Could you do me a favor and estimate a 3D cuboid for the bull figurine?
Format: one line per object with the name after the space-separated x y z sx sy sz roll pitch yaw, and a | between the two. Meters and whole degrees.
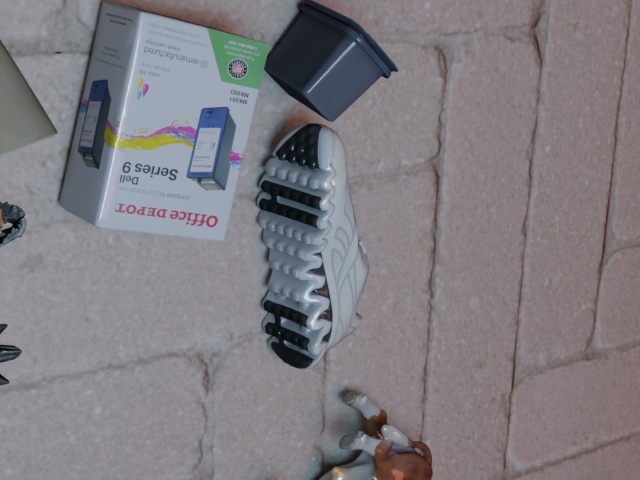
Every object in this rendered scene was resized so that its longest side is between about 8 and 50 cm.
0.008 0.339 1.378 0.310 0.101 0.188 -42 123 -18 | bull figurine

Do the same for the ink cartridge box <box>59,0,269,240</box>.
-0.156 -0.115 1.111 0.154 0.093 0.212 8 102 -39 | ink cartridge box

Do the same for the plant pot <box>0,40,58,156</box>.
-0.379 -0.159 0.853 0.256 0.256 0.274 -28 102 -27 | plant pot

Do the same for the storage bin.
0.006 -0.186 1.193 0.091 0.135 0.098 -48 128 0 | storage bin

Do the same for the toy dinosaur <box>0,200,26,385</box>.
-0.375 0.036 0.915 0.218 0.322 0.164 21 68 -67 | toy dinosaur

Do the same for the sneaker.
0.000 0.000 1.268 0.118 0.110 0.292 -21 125 -39 | sneaker
